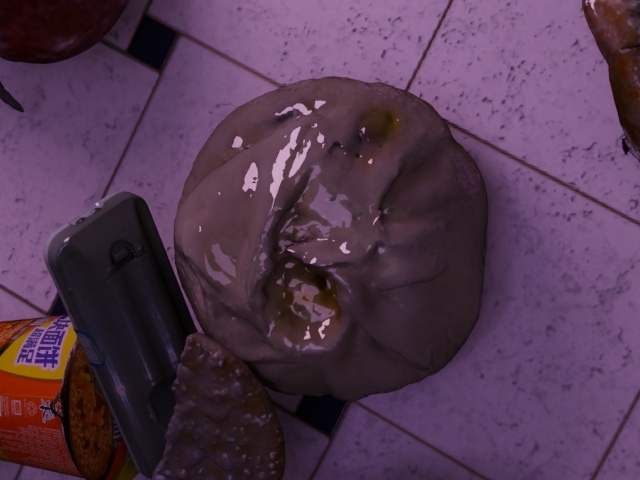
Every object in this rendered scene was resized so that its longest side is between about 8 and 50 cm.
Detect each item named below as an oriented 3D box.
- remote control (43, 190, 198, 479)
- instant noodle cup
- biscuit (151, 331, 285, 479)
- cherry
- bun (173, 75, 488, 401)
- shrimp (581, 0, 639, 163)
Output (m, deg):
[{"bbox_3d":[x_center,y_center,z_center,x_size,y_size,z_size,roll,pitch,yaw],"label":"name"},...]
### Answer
[{"bbox_3d":[-0.192,0.111,1.694,0.066,0.128,0.335,16,134,44],"label":"remote control"},{"bbox_3d":[-0.303,0.175,1.775,0.174,0.213,0.213,0,93,26],"label":"instant noodle cup"},{"bbox_3d":[-0.106,0.231,1.675,0.141,0.038,0.289,18,121,4],"label":"biscuit"},{"bbox_3d":[-0.357,-0.353,1.731,0.326,0.291,0.334,-12,70,29],"label":"cherry"},{"bbox_3d":[0.000,0.000,1.649,0.365,0.219,0.365,1,93,16],"label":"bun"},{"bbox_3d":[0.377,-0.185,1.603,0.169,0.058,0.296,-16,84,16],"label":"shrimp"}]
